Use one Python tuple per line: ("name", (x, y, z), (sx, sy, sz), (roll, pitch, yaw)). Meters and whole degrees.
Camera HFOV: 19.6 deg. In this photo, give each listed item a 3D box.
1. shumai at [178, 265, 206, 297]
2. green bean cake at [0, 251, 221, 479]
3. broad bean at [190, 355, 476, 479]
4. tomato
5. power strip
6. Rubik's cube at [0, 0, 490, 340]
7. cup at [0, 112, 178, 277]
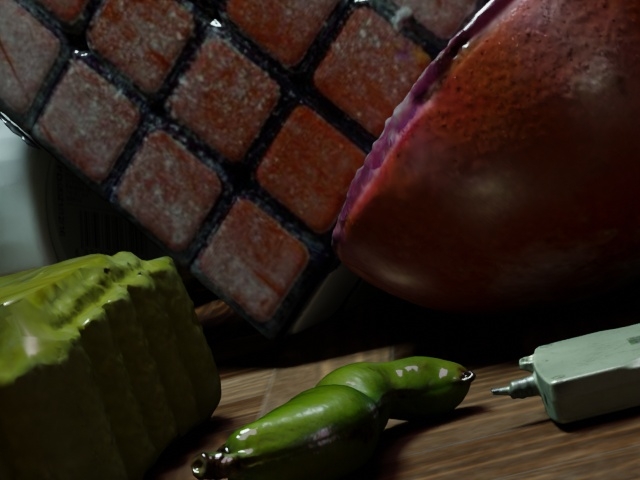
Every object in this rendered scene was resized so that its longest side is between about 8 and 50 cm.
("shumai", (-0.130, -0.002, 1.703), (0.176, 0.166, 0.206), (9, 11, 5))
("green bean cake", (-0.200, 0.091, 1.088), (0.236, 0.124, 0.233), (-13, 7, 17))
("broad bean", (0.007, 0.095, 0.931), (0.070, 0.048, 0.213), (-11, 5, 35))
("tomato", (0.170, -0.043, 1.192), (0.289, 0.176, 0.335), (-48, -13, 18))
("power strip", (0.197, 0.055, 0.932), (0.227, 0.029, 0.080), (-14, 9, 4))
("Rubik's cube", (0.000, -0.179, 1.379), (0.343, 0.344, 0.337), (-55, -15, 25))
("cup", (-0.321, 0.002, 1.546), (0.371, 0.253, 0.253), (-9, 9, 28))
